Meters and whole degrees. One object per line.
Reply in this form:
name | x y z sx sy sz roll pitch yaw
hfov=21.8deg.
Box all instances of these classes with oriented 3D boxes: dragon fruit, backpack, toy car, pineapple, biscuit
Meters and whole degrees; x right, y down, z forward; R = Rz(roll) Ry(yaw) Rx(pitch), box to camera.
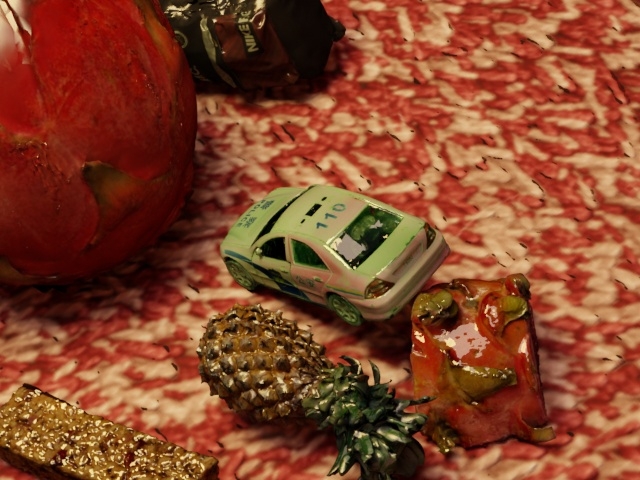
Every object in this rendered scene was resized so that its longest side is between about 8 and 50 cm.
dragon fruit | -0.246 -0.115 1.386 0.295 0.301 0.295 -24 32 16
backpack | -0.076 -0.192 1.504 0.165 0.120 0.106 -10 44 29
toy car | 0.000 0.000 1.316 0.090 0.076 0.224 -47 36 -21
dragon fruit | 0.119 0.075 1.237 0.102 0.096 0.147 -5 51 7
pineapple | -0.015 0.118 1.244 0.221 0.083 0.103 28 84 36
biscuit | -0.172 0.166 1.278 0.199 0.034 0.064 17 56 28
